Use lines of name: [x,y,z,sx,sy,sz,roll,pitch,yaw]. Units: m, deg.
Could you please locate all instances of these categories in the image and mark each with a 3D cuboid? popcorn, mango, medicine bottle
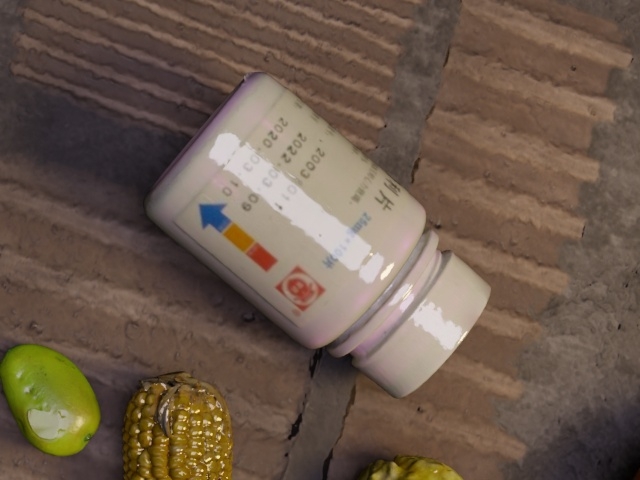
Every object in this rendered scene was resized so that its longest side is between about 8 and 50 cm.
popcorn: [0.076,0.249,1.267,0.106,0.116,0.121,43,117,1]
mango: [-0.239,0.138,1.220,0.073,0.056,0.108,-39,92,-21]
medicine bottle: [0.000,0.000,1.239,0.293,0.170,0.170,41,76,-7]

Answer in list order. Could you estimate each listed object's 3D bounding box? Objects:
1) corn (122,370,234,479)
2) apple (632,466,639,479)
corn: [-0.120,0.262,1.218,0.106,0.106,0.293,-4,86,-15]
apple: [0.435,0.309,1.268,0.319,0.277,0.319,1,85,-14]
